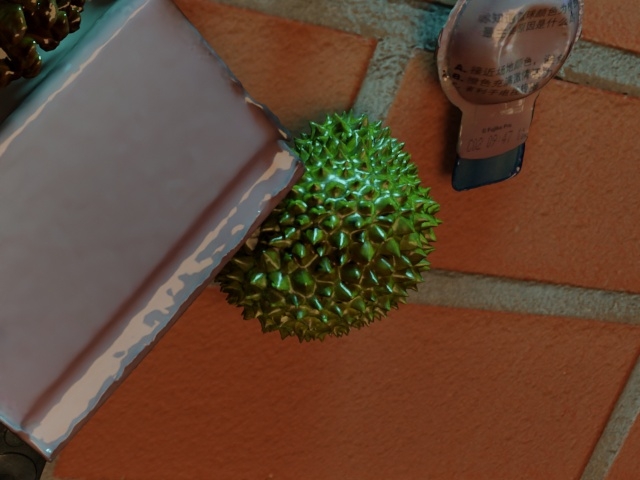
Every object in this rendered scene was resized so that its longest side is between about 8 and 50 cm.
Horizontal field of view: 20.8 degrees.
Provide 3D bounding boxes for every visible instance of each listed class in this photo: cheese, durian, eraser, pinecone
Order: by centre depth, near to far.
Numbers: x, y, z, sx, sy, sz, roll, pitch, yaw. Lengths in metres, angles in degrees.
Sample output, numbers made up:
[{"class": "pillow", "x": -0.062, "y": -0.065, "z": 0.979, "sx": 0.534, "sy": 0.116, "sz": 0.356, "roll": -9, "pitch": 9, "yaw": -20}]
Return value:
[{"class": "pinecone", "x": -0.264, "y": -0.198, "z": 1.383, "sx": 0.173, "sy": 0.173, "sz": 0.173, "roll": -18, "pitch": 127, "yaw": -25}, {"class": "eraser", "x": -0.215, "y": -0.024, "z": 1.514, "sx": 0.359, "sy": 0.122, "sz": 0.272, "roll": -51, "pitch": 128, "yaw": -11}, {"class": "durian", "x": 0.003, "y": -0.002, "z": 1.696, "sx": 0.237, "sy": 0.176, "sz": 0.200, "roll": -36, "pitch": 114, "yaw": 5}, {"class": "cheese", "x": 0.188, "y": -0.176, "z": 1.772, "sx": 0.189, "sy": 0.074, "sz": 0.286, "roll": -15, "pitch": 130, "yaw": -26}]

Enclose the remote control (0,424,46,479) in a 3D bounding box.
[{"class": "remote control", "x": -0.290, "y": 0.157, "z": 1.675, "sx": 0.107, "sy": 0.044, "sz": 0.377, "roll": 10, "pitch": 112, "yaw": -35}]
